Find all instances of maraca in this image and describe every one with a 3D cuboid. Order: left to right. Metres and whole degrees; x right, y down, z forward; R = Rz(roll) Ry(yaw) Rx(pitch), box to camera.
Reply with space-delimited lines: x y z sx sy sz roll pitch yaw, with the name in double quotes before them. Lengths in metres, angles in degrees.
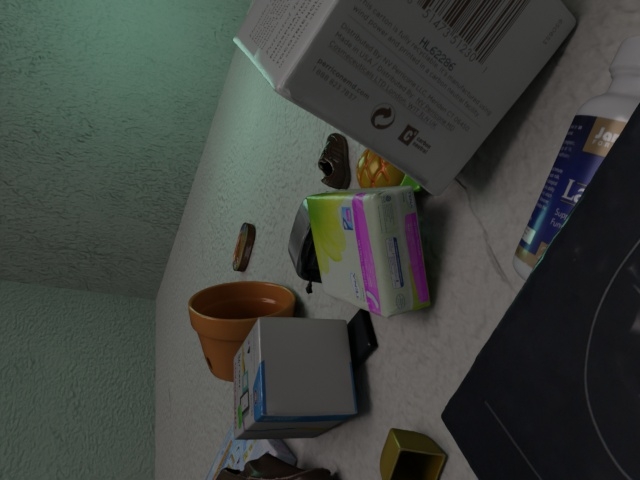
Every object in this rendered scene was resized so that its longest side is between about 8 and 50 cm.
"maraca" 0.140 -0.137 1.030 0.185 0.099 0.127 21 101 53

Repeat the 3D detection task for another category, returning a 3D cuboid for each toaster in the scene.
"toaster" 0.000 0.000 1.238 0.146 0.129 0.227 -124 48 -62

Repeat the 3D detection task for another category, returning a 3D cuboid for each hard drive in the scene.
"hard drive" 0.071 0.221 1.111 0.135 0.022 0.094 -57 32 39

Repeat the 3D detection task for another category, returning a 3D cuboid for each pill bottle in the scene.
"pill bottle" 0.323 -0.061 0.543 0.153 0.153 0.265 45 120 61

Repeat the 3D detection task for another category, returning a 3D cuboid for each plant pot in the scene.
"plant pot" -0.211 0.254 1.432 0.291 0.290 0.204 -149 56 -64
"plant pot" 0.142 0.353 0.848 0.083 0.081 0.081 -122 48 -72

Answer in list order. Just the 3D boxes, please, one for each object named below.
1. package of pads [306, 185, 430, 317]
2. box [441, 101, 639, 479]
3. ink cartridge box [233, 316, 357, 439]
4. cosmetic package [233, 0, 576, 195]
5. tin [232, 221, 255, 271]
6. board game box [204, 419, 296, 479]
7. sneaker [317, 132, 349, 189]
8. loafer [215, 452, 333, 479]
"package of pads" 0.085 0.016 1.003 0.296 0.101 0.229 11 113 66
"box" 0.367 0.096 0.213 0.472 0.297 0.480 -65 29 24
"ink cartridge box" -0.069 0.308 1.128 0.270 0.197 0.198 123 146 -54
"cosmetic package" 0.101 -0.343 0.851 0.327 0.329 0.394 -54 31 15
"tin" -0.287 0.026 1.939 0.106 0.040 0.190 -134 59 -65
"board game box" -0.213 0.650 1.389 0.319 0.065 0.318 -64 24 -5
"sneaker" 0.028 -0.213 1.328 0.066 0.071 0.188 -54 35 43
"loafer" -0.124 0.539 1.156 0.365 0.133 0.130 -24 52 30
